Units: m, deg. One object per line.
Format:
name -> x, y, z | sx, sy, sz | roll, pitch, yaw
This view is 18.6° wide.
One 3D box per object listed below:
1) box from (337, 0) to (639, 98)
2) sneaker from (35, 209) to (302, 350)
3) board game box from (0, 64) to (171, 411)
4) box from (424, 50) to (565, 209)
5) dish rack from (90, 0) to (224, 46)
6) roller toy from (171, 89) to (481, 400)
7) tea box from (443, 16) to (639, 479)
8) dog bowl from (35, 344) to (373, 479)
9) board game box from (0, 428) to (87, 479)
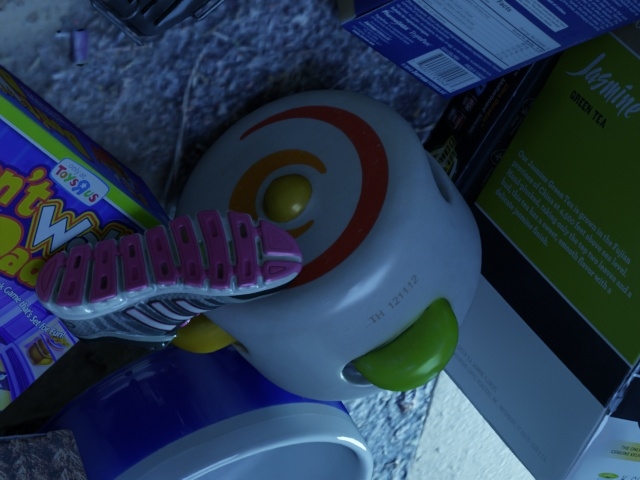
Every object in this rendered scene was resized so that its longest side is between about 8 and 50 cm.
box -> 0.141, -0.172, 1.325 | 0.225, 0.036, 0.136 | -20, 150, 31
sneaker -> -0.095, 0.030, 1.265 | 0.170, 0.063, 0.075 | -11, 147, -1
board game box -> -0.275, -0.018, 1.210 | 0.233, 0.078, 0.347 | -43, 140, 5
box -> 0.187, -0.100, 1.496 | 0.175, 0.051, 0.220 | 12, 119, -42
dish rack -> -0.099, -0.226, 1.147 | 0.208, 0.074, 0.271 | -43, 140, 7
roller toy -> 0.000, 0.000, 1.347 | 0.146, 0.209, 0.191 | 50, 49, -51
tea box -> 0.304, 0.018, 1.465 | 0.329, 0.220, 0.323 | 12, 117, -39
dog bowl -> -0.098, 0.185, 1.473 | 0.265, 0.104, 0.265 | -23, 151, -14
board game box -> -0.308, 0.267, 1.341 | 0.232, 0.141, 0.291 | -2, 148, -35
